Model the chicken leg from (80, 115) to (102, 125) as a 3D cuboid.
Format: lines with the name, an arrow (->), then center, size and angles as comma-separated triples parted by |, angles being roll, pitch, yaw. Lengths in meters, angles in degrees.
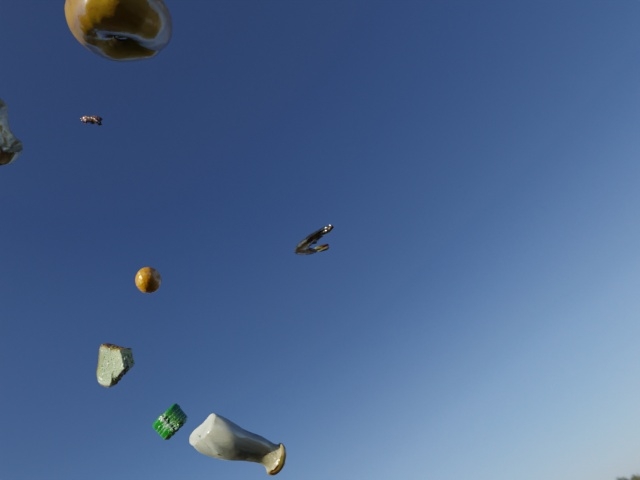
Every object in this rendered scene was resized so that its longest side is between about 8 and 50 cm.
chicken leg -> -0.609, -0.324, 1.220 | 0.036, 0.083, 0.021 | -46, -36, -50

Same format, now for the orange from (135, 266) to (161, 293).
orange -> -0.535, 0.124, 1.411 | 0.070, 0.083, 0.083 | -28, -41, 6

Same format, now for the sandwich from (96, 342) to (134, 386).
sandwich -> -0.506, 0.311, 1.116 | 0.035, 0.093, 0.105 | 12, -92, -66

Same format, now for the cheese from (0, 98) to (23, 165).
cheese -> -0.825, -0.319, 1.089 | 0.163, 0.082, 0.287 | 7, -58, 1

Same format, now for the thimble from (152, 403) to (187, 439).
thimble -> -0.567, 0.685, 1.717 | 0.118, 0.090, 0.130 | -42, -6, -23

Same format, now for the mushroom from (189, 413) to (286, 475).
mushroom -> -0.275, 0.708, 1.567 | 0.328, 0.122, 0.159 | 28, -35, -14

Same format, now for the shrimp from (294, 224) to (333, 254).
shrimp -> 0.001, 0.003, 1.638 | 0.195, 0.035, 0.147 | -35, -30, 29

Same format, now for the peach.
peach -> -0.497, -0.551, 1.138 | 0.251, 0.153, 0.251 | -6, -1, 0
